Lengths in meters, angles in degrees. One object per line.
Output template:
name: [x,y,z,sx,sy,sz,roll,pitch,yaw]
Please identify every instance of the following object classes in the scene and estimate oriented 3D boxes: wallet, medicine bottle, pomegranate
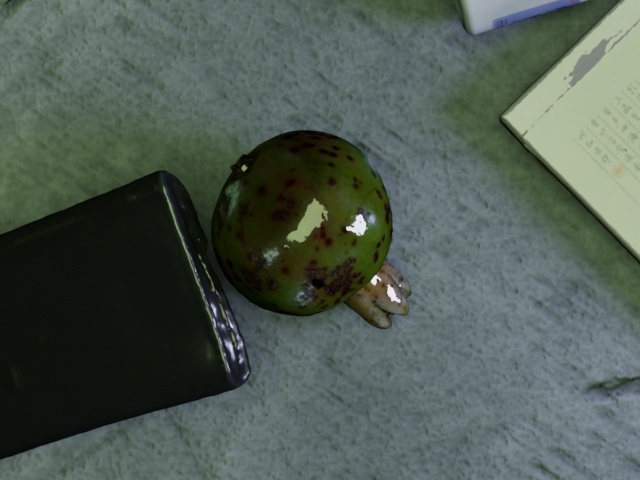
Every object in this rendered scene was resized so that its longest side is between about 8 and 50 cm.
wallet: [-0.284,0.097,1.458,0.406,0.062,0.228,-19,90,21]
medicine bottle: [0.225,-0.284,1.453,0.186,0.103,0.103,-17,90,3]
pomegranate: [0.000,0.000,1.437,0.248,0.202,0.202,41,94,-24]

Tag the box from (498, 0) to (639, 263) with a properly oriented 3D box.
box: [0.383,-0.067,1.471,0.204,0.051,0.365,-44,88,4]
